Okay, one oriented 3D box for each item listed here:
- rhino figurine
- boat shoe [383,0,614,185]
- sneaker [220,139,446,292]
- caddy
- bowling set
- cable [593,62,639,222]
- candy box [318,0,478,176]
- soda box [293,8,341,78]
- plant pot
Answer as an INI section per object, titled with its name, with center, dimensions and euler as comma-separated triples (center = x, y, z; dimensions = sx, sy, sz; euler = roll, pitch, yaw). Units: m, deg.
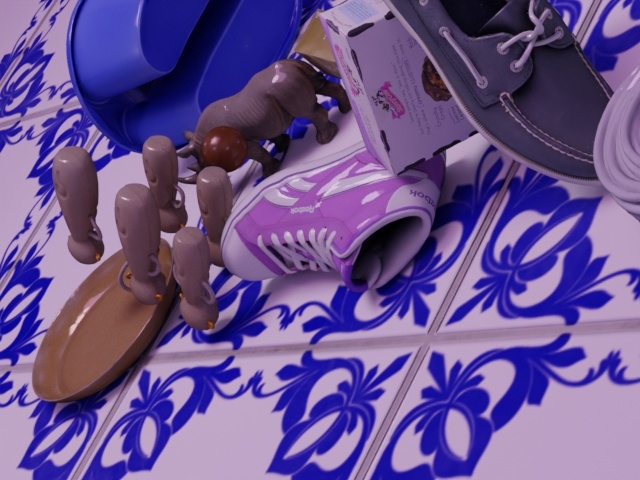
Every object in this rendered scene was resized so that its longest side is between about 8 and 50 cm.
[rhino figurine]
center = -0.082, -0.129, 2.182
dimensions = 0.243, 0.106, 0.073
euler = -31, 30, 30
[boat shoe]
center = 0.159, -0.178, 1.670
dimensions = 0.116, 0.319, 0.099
euler = -40, -11, -12
[sneaker]
center = 0.000, -0.001, 1.899
dimensions = 0.282, 0.102, 0.161
euler = -30, 35, 32
[caddy]
center = -0.179, -0.269, 2.374
dimensions = 0.179, 0.241, 0.341
euler = -7, 47, 45
[bowling set]
center = -0.148, -0.022, 2.109
dimensions = 0.200, 0.154, 0.287
euler = -28, 44, -28
[cable]
center = 0.345, -0.108, 1.531
dimensions = 0.257, 0.089, 0.257
euler = -52, 26, -6
[candy box]
center = 0.117, -0.181, 1.806
dimensions = 0.196, 0.165, 0.070
euler = -28, 34, -11
[soda box]
center = 0.054, -0.206, 2.083
dimensions = 0.181, 0.061, 0.058
euler = 21, 80, 49
[plant pot]
center = -0.248, 0.099, 2.213
dimensions = 0.236, 0.032, 0.236
euler = -36, 28, 23
